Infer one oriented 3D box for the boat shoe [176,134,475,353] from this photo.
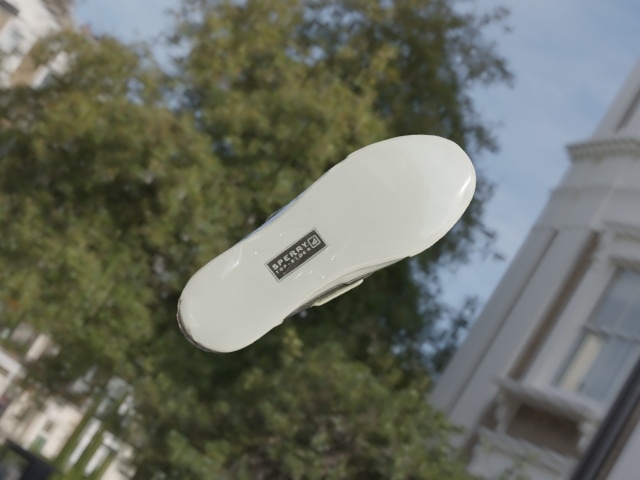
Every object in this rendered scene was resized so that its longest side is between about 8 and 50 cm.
[{"bbox_3d":[0.000,0.000,0.983,0.077,0.219,0.070,60,-8,0],"label":"boat shoe"}]
